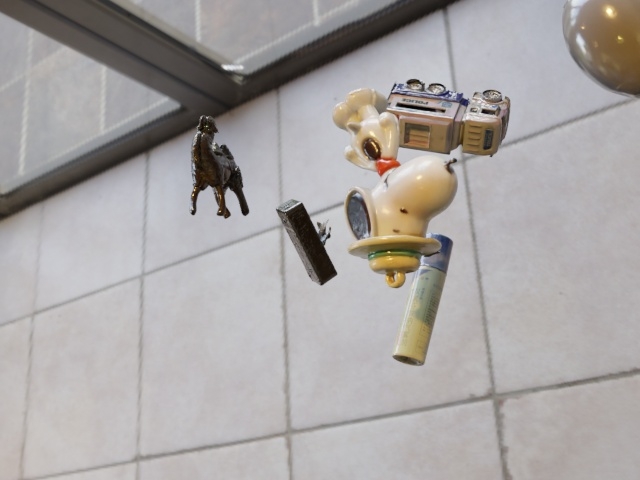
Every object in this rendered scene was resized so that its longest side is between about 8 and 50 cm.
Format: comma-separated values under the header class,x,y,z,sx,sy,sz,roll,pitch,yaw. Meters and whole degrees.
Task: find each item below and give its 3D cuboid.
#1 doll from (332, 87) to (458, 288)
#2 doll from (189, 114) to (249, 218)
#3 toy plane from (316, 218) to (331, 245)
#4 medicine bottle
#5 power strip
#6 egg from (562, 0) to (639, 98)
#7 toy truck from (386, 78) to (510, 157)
class,x,y,z,sx,sy,sz,roll,pitch,yaw
doll,0.092,-0.082,1.235,0.208,0.144,0.271,-57,48,18
doll,-0.169,-0.116,1.335,0.057,0.139,0.165,-4,92,20
toy plane,0.000,0.000,1.647,0.078,0.031,0.083,-21,58,61
medicine bottle,0.180,0.101,1.447,0.059,0.059,0.231,-1,63,38
power strip,-0.016,0.002,1.015,0.029,0.111,0.038,-33,23,-16
egg,0.532,-0.354,1.461,0.176,0.176,0.232,-34,90,25
toy truck,0.278,-0.263,1.852,0.268,0.124,0.155,10,39,15
